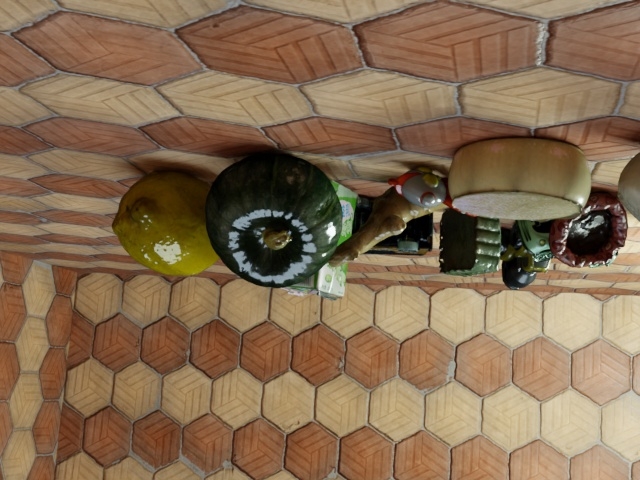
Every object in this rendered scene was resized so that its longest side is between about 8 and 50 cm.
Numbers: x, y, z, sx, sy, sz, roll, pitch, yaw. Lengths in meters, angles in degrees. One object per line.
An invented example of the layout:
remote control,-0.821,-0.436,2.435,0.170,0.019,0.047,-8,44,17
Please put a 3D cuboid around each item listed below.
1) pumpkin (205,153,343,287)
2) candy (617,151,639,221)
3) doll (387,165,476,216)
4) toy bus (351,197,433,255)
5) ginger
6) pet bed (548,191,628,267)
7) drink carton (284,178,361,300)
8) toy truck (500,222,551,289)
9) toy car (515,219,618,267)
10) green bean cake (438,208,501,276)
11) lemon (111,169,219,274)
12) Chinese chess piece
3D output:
pumpkin,-0.098,-0.035,1.803,0.300,0.300,0.207,0,-145,0
candy,0.669,-0.085,1.498,0.295,0.185,0.295,3,165,1
doll,0.254,-0.103,1.804,0.244,0.076,0.142,13,-152,-19
toy bus,0.139,-0.032,2.169,0.275,0.139,0.167,2,172,-1
ginger,0.153,-0.049,1.907,0.148,0.333,0.081,45,168,41
pet bed,0.607,-0.021,1.937,0.201,0.201,0.053,7,-152,-20
drink carton,0.000,0.000,1.996,0.108,0.271,0.161,5,173,26
toy truck,0.570,0.046,2.358,0.147,0.166,0.224,6,170,-11
toy car,0.609,-0.025,2.052,0.305,0.136,0.125,7,149,-26
green bean cake,0.378,0.002,2.150,0.094,0.173,0.181,6,169,-21
lemon,-0.343,-0.040,1.994,0.245,0.245,0.320,0,168,23
Chinese chess piece,0.382,-0.112,1.656,0.269,0.112,0.270,5,170,1
